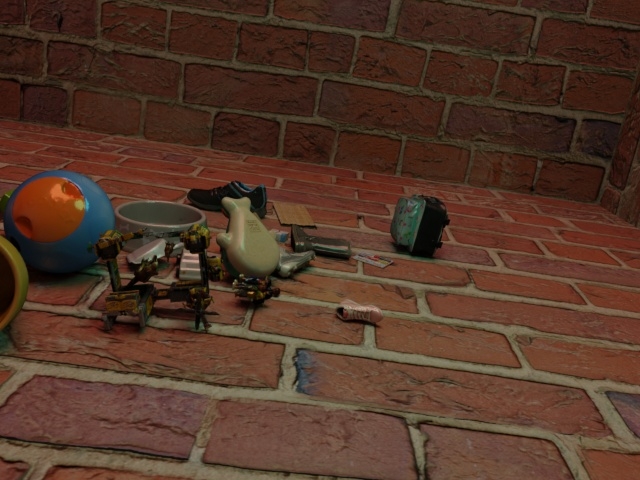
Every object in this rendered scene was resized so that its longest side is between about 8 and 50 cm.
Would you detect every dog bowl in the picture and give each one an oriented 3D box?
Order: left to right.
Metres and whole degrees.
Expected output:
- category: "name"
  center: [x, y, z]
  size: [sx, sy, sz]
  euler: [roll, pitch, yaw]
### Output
- category: "dog bowl"
  center: [-0.547, -0.050, 2.144]
  size: [0.349, 0.102, 0.349]
  euler: [7, 18, -2]

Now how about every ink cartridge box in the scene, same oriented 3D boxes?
- category: "ink cartridge box"
  center: [-0.165, -0.021, 2.349]
  size: [0.083, 0.028, 0.048]
  euler: [12, 17, 13]

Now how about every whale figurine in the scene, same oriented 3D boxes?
- category: "whale figurine"
  center: [-0.236, 0.000, 1.923]
  size: [0.216, 0.141, 0.272]
  euler: [-6, 67, -42]

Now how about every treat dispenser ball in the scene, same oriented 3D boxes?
- category: "treat dispenser ball"
  center: [-0.723, -0.051, 1.754]
  size: [0.288, 0.288, 0.288]
  euler: [8, 17, -2]

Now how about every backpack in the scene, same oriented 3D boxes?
- category: "backpack"
  center: [0.378, -0.071, 2.444]
  size: [0.191, 0.225, 0.253]
  euler: [13, 13, -2]

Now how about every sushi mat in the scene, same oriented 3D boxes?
- category: "sushi mat"
  center: [-0.112, -0.109, 2.672]
  size: [0.151, 0.019, 0.316]
  euler: [4, 18, -12]

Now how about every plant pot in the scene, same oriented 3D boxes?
- category: "plant pot"
  center: [-0.773, 0.091, 1.400]
  size: [0.254, 0.254, 0.239]
  euler: [4, 2, -12]

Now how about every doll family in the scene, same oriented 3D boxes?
- category: "doll family"
  center: [-0.176, 0.136, 1.778]
  size: [0.111, 0.076, 0.193]
  euler: [5, 14, 5]

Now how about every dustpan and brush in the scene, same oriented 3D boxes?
- category: "dustpan and brush"
  center: [-0.484, 0.027, 1.934]
  size: [0.211, 0.060, 0.147]
  euler: [-31, 17, -14]

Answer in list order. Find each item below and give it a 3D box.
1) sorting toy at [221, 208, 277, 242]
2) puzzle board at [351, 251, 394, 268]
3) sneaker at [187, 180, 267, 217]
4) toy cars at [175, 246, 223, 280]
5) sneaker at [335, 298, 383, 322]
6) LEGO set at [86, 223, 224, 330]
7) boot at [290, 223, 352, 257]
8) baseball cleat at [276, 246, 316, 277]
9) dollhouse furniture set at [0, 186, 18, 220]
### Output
- category: "sorting toy"
  center: [-0.216, -0.006, 2.053]
  size: [0.274, 0.046, 0.132]
  euler: [54, 29, 2]
- category: "puzzle board"
  center: [0.189, 0.068, 2.266]
  size: [0.128, 0.011, 0.096]
  euler: [17, 19, 27]
- category: "sneaker"
  center: [-0.381, -0.190, 2.600]
  size: [0.341, 0.140, 0.125]
  euler: [9, 19, 5]
- category: "toy cars"
  center: [-0.333, 0.034, 2.002]
  size: [0.176, 0.087, 0.393]
  euler: [17, 19, 27]
- category: "sneaker"
  center: [0.102, 0.203, 1.736]
  size: [0.134, 0.051, 0.070]
  euler: [15, 20, 30]
- category: "LEGO set"
  center: [-0.405, 0.091, 1.531]
  size: [0.331, 0.255, 0.192]
  euler: [3, 18, -6]
- category: "boot"
  center: [0.000, 0.001, 2.282]
  size: [0.208, 0.076, 0.189]
  euler: [-2, 33, -10]
- category: "baseball cleat"
  center: [-0.090, 0.051, 2.045]
  size: [0.109, 0.072, 0.206]
  euler: [45, 26, 8]
- category: "dollhouse furniture set"
  center: [-0.854, -0.032, 2.001]
  size: [0.301, 0.151, 0.197]
  euler: [37, 25, -5]
